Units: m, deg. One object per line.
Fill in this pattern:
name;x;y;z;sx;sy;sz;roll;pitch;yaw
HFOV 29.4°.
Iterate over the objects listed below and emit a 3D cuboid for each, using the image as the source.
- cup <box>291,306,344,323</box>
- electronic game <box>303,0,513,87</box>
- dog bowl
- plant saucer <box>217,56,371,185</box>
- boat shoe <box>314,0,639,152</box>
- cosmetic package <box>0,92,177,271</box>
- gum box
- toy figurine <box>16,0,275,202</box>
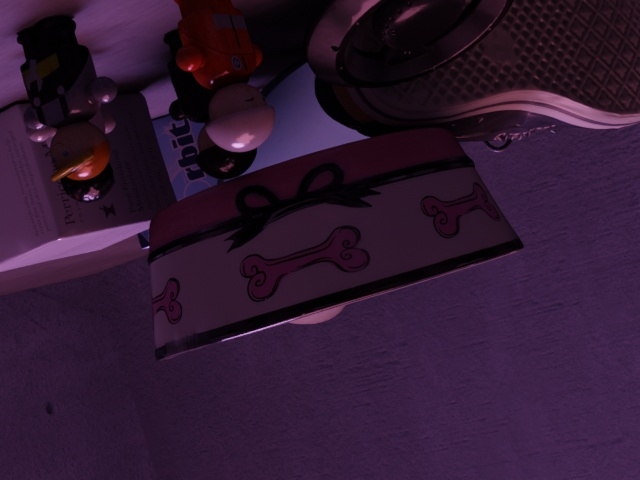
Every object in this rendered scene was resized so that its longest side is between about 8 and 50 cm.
cup;-0.029;-0.056;2.101;0.331;0.331;0.237;-15;151;-47
electronic game;0.090;-0.217;1.137;0.229;0.048;0.229;-22;159;-9
dog bowl;0.000;0.000;1.302;0.408;0.150;0.408;-18;177;-1
plant saucer;-0.011;-0.104;1.527;0.318;0.317;0.044;-15;-141;-40
boat shoe;0.213;-0.203;1.418;0.500;0.186;0.156;-8;175;-31
cosmetic package;-0.285;-0.065;1.345;0.151;0.151;0.184;-20;178;38
gum box;-0.166;-0.089;1.587;0.184;0.157;0.041;-17;180;1
toy figurine;-0.153;-0.117;1.068;0.210;0.148;0.213;-17;178;-13
